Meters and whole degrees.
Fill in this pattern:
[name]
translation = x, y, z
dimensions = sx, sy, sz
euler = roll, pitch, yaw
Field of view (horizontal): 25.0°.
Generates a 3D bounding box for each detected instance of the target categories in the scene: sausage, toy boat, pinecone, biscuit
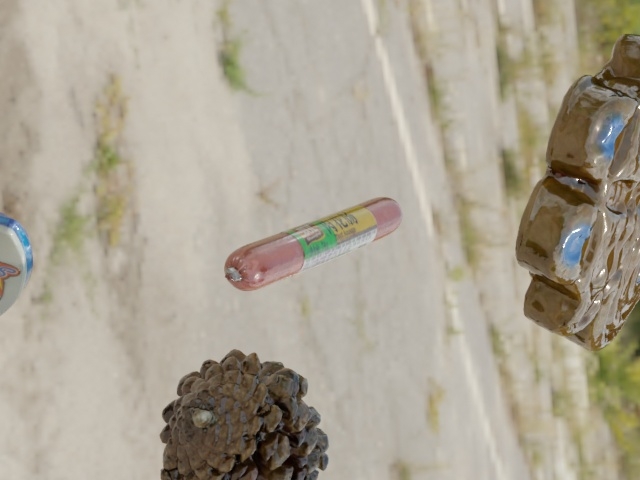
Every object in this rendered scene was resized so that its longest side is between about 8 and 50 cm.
[sausage]
translation = 0.000, 0.000, 0.947
dimensions = 0.223, 0.029, 0.029
euler = -21, 106, -58
[toy boat]
translation = -0.344, 0.028, 1.330
dimensions = 0.129, 0.295, 0.088
euler = 38, 55, -20
[pinecone]
translation = -0.066, 0.189, 1.369
dimensions = 0.173, 0.173, 0.174
euler = -5, 90, -76
[biscuit]
translation = 0.112, -0.016, 0.528
dimensions = 0.175, 0.026, 0.124
euler = -4, 112, -66
